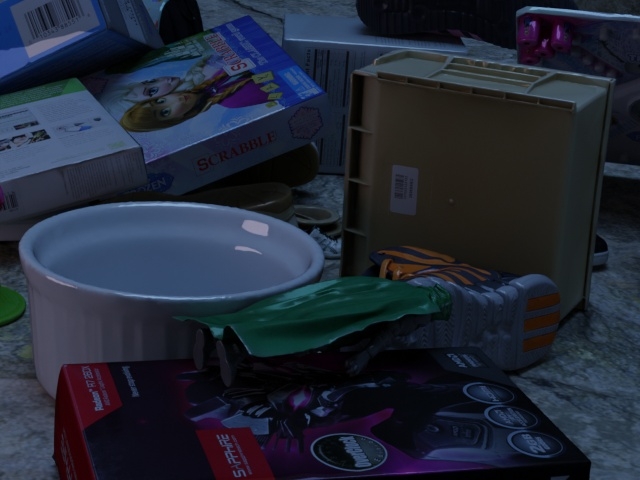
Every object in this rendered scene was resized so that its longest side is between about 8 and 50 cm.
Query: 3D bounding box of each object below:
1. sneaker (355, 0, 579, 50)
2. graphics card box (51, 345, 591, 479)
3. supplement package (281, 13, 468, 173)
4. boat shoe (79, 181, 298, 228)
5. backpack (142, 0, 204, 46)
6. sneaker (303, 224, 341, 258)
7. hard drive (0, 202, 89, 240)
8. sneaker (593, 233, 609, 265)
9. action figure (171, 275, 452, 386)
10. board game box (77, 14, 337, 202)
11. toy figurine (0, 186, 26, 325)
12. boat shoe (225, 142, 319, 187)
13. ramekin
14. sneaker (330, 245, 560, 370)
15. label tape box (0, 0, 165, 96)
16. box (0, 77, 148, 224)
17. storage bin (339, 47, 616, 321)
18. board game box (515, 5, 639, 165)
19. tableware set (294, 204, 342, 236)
[{"bbox_3d":[0.214,-0.349,2.085,0.319,0.112,0.131,9,22,2],"label":"sneaker"},{"bbox_3d":[-0.009,0.169,1.110,0.370,0.094,0.233,0,17,-16],"label":"graphics card box"},{"bbox_3d":[0.069,-0.215,2.137,0.262,0.198,0.199,4,19,-2],"label":"supplement package"},{"bbox_3d":[-0.166,0.004,1.585,0.302,0.098,0.109,-6,23,17],"label":"boat shoe"},{"bbox_3d":[-0.270,-0.321,2.407,0.144,0.188,0.166,12,20,24],"label":"backpack"},{"bbox_3d":[0.000,0.000,1.722,0.083,0.037,0.032,3,16,-9],"label":"sneaker"},{"bbox_3d":[-0.442,-0.044,1.760,0.307,0.040,0.203,-1,19,-14],"label":"hard drive"},{"bbox_3d":[0.277,-0.051,1.801,0.079,0.121,0.217,-9,22,-32],"label":"sneaker"},{"bbox_3d":[0.013,0.068,1.177,0.232,0.063,0.137,-10,18,-29],"label":"action figure"},{"bbox_3d":[-0.183,-0.173,1.927,0.318,0.066,0.319,-23,33,-11],"label":"board game box"},{"bbox_3d":[-0.371,0.002,1.439,0.130,0.159,0.173,9,19,16],"label":"toy figurine"},{"bbox_3d":[-0.121,-0.135,2.013,0.277,0.098,0.096,9,19,19],"label":"boat shoe"},{"bbox_3d":[-0.138,0.066,1.330,0.277,0.135,0.277,3,19,-1],"label":"ramekin"},{"bbox_3d":[0.078,0.078,1.401,0.180,0.125,0.321,14,9,40],"label":"sneaker"},{"bbox_3d":[-0.366,-0.271,2.060,0.240,0.106,0.333,-23,-5,10],"label":"label tape box"},{"bbox_3d":[-0.363,-0.109,1.741,0.232,0.058,0.322,-16,27,-17],"label":"box"},{"bbox_3d":[0.163,-0.056,1.569,0.260,0.262,0.123,12,22,24],"label":"storage bin"},{"bbox_3d":[0.462,-0.177,1.977,0.389,0.050,0.390,8,-23,12],"label":"board game box"},{"bbox_3d":[0.039,-0.025,1.801,0.194,0.039,0.128,7,18,8],"label":"tableware set"}]
